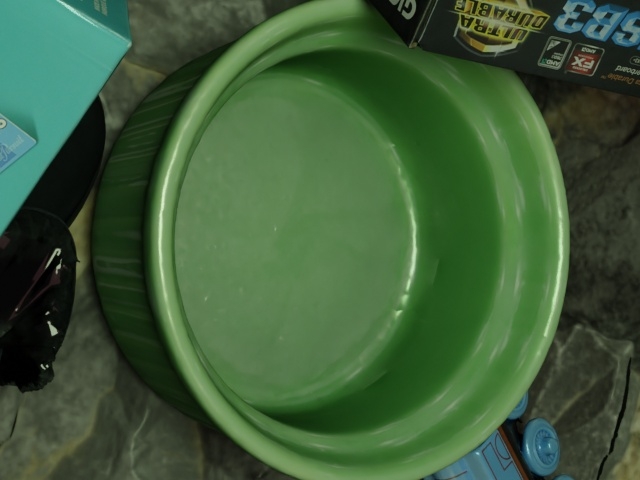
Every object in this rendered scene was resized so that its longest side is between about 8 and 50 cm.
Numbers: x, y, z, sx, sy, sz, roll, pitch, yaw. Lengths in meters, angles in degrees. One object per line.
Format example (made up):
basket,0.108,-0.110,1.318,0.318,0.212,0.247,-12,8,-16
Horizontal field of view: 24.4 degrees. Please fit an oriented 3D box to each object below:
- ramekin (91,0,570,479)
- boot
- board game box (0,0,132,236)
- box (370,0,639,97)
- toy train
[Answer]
ramekin,0.000,0.000,0.962,0.303,0.148,0.303,-1,91,-31
boot,-0.177,-0.004,0.852,0.094,0.207,0.246,40,73,-22
board game box,-0.218,-0.031,0.727,0.079,0.254,0.336,30,110,-23
box,0.141,-0.191,0.976,0.295,0.293,0.073,7,119,-27
toy train,0.122,0.168,1.056,0.105,0.080,0.184,-41,108,-46
